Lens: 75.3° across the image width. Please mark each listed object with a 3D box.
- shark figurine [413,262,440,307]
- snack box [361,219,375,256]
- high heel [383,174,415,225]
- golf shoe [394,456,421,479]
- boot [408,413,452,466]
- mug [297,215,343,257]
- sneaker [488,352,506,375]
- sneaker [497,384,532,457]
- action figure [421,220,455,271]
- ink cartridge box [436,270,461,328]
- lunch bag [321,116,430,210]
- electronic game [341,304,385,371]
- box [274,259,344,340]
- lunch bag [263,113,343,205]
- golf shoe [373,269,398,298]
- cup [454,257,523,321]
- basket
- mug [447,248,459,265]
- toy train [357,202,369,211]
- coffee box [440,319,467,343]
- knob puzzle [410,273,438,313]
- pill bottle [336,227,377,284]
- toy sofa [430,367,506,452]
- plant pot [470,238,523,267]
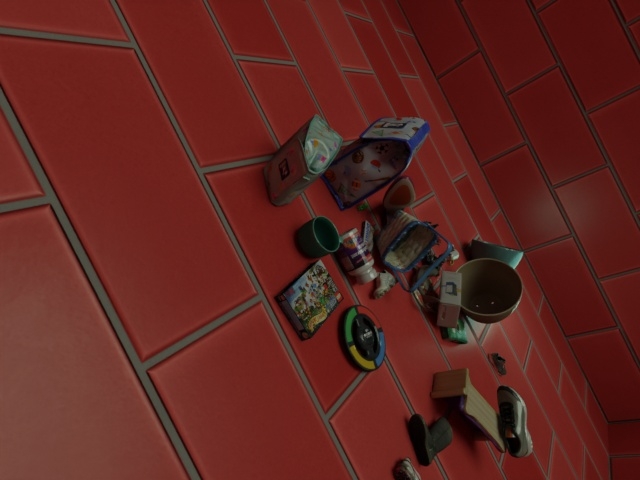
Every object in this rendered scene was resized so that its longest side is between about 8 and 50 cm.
[{"bbox_3d":[0.472,0.158,1.835,0.166,0.116,0.278,40,36,-4],"label":"shark figurine"},{"bbox_3d":[0.191,0.003,1.695,0.064,0.022,0.178,37,44,-29],"label":"snack box"},{"bbox_3d":[0.322,-0.201,1.765,0.127,0.377,0.181,6,61,0],"label":"high heel"},{"bbox_3d":[0.307,0.792,1.327,0.086,0.067,0.186,-21,85,-55],"label":"golf shoe"},{"bbox_3d":[0.407,0.689,1.503,0.208,0.076,0.190,-9,90,-45],"label":"boot"},{"bbox_3d":[-0.005,0.003,1.397,0.158,0.097,0.129,46,40,-23],"label":"mug"},{"bbox_3d":[0.951,0.653,2.186,0.158,0.064,0.061,50,39,-17],"label":"sneaker"},{"bbox_3d":[0.763,0.719,1.648,0.108,0.100,0.272,8,66,-40],"label":"sneaker"},{"bbox_3d":[0.564,0.036,2.031,0.164,0.141,0.276,21,50,-44],"label":"action figure"},{"bbox_3d":[0.581,0.266,1.876,0.212,0.093,0.154,-63,155,-48],"label":"ink cartridge box"},{"bbox_3d":[0.232,-0.336,1.646,0.239,0.385,0.328,56,38,-11],"label":"lunch bag"},{"bbox_3d":[0.151,0.334,1.429,0.229,0.048,0.229,27,50,-38],"label":"electronic game"},{"bbox_3d":[-0.028,0.181,1.306,0.159,0.044,0.233,58,37,-7],"label":"box"},{"bbox_3d":[-0.067,-0.253,1.371,0.160,0.223,0.262,39,45,-21],"label":"lunch bag"},{"bbox_3d":[0.238,0.170,1.633,0.086,0.069,0.176,49,30,9],"label":"golf shoe"},{"bbox_3d":[0.841,0.291,2.105,0.237,0.330,0.331,63,28,-46],"label":"cup"},{"bbox_3d":[0.367,0.030,1.663,0.201,0.255,0.289,26,25,-34],"label":"basket"},{"bbox_3d":[0.710,0.089,2.240,0.064,0.062,0.078,-19,77,-45],"label":"mug"},{"bbox_3d":[0.182,-0.143,1.777,0.083,0.017,0.024,-23,77,-53],"label":"toy train"},{"bbox_3d":[0.626,0.422,1.953,0.184,0.040,0.113,21,54,-41],"label":"coffee box"},{"bbox_3d":[0.478,0.233,1.898,0.213,0.030,0.213,27,50,-38],"label":"knob puzzle"},{"bbox_3d":[0.128,0.060,1.513,0.108,0.108,0.194,-34,96,-53],"label":"pill bottle"},{"bbox_3d":[0.606,0.695,1.676,0.362,0.150,0.177,47,43,-22],"label":"toy sofa"},{"bbox_3d":[1.022,0.121,2.454,0.290,0.290,0.196,5,100,-49],"label":"plant pot"}]
